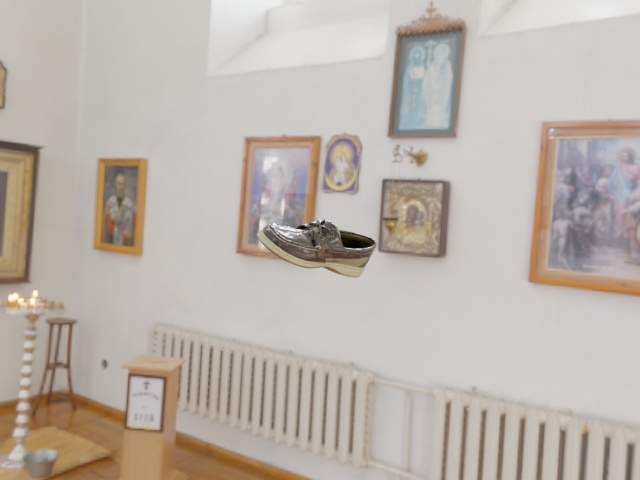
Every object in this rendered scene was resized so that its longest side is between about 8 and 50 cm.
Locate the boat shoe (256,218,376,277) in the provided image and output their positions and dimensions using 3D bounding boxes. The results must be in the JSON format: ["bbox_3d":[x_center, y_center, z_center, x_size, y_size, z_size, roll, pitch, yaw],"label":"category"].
[{"bbox_3d":[0.000,0.000,0.601,0.152,0.049,0.056,14,26,-48],"label":"boat shoe"}]
